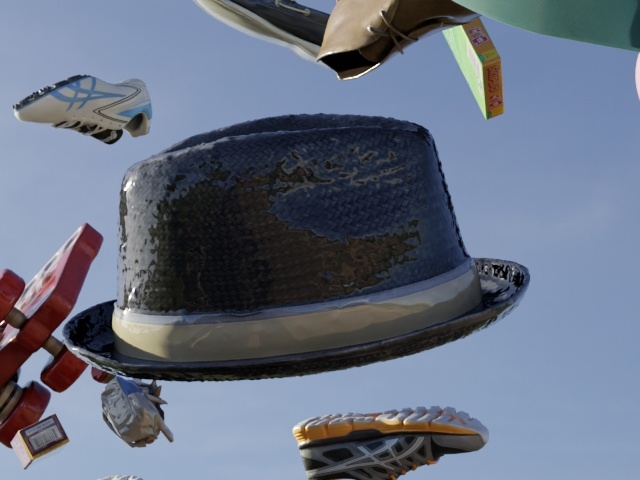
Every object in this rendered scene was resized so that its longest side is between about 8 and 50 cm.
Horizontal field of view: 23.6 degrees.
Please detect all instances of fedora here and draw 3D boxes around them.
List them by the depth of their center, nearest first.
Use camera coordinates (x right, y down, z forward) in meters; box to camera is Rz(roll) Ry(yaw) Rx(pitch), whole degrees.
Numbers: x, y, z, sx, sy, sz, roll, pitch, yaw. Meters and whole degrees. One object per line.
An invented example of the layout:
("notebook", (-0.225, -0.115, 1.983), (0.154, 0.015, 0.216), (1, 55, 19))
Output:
("fedora", (-0.025, -0.007, 1.083), (0.334, 0.153, 0.334), (-8, 10, 1))

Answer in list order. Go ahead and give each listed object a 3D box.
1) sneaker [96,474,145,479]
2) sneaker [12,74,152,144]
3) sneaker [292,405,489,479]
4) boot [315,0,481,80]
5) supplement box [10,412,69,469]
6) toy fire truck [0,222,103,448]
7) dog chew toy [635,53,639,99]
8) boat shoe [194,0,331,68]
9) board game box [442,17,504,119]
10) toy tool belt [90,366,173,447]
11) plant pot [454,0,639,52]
("sneaker", (-0.177, 0.265, 1.355), (0.292, 0.110, 0.118), (-12, -8, 36))
("sneaker", (-0.300, -0.167, 1.987), (0.085, 0.086, 0.237), (-19, -5, 34))
("sneaker", (0.078, 0.227, 1.658), (0.215, 0.083, 0.084), (-6, 0, 19))
("boot", (0.099, -0.238, 1.633), (0.112, 0.115, 0.305), (39, -23, -21))
("supplement box", (-0.360, 0.258, 1.965), (0.055, 0.043, 0.083), (-26, -8, -25))
("toy fire truck", (-0.429, 0.132, 2.194), (0.169, 0.254, 0.302), (38, -65, -13))
("dog chew toy", (0.567, -0.185, 2.053), (0.206, 0.332, 0.207), (-12, -51, -16))
("boat shoe", (-0.052, -0.306, 2.067), (0.254, 0.079, 0.095), (23, -5, -8))
("board game box", (0.190, -0.302, 2.117), (0.039, 0.259, 0.124), (-22, -31, -4))
("toy tool belt", (-0.155, 0.135, 1.276), (0.052, 0.083, 0.051), (-49, -38, 15))
("plant pot", (0.212, -0.278, 1.322), (0.234, 0.165, 0.165), (12, -52, 35))
